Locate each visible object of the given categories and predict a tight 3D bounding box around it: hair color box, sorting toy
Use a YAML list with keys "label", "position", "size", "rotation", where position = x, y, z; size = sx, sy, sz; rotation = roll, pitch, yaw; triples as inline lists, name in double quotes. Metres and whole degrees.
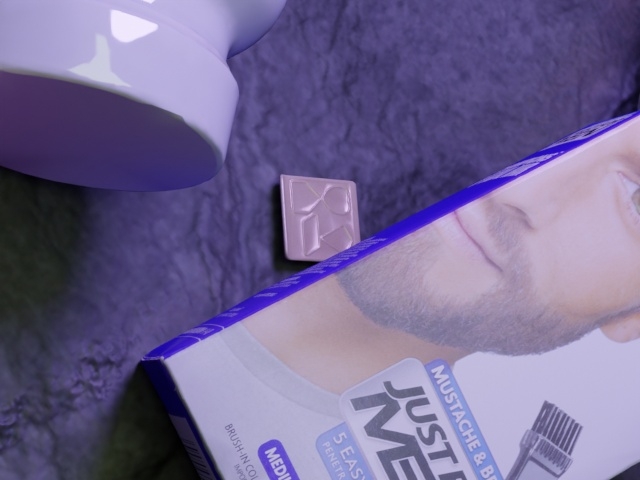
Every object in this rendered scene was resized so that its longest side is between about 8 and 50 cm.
- label: "hair color box"
  position: [0.087, 0.073, 0.837]
  size: [0.339, 0.110, 0.185]
  rotation: [-27, 93, -15]
- label: "sorting toy"
  position: [0.000, 0.000, 0.910]
  size: [0.062, 0.012, 0.083]
  rotation: [5, 73, -33]

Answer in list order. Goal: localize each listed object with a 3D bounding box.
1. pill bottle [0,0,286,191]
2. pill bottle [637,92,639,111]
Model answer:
- label: "pill bottle"
  position: [-0.107, -0.224, 0.790]
  size: [0.210, 0.210, 0.363]
  rotation: [16, 71, -25]
- label: "pill bottle"
  position: [0.404, -0.205, 1.053]
  size: [0.229, 0.229, 0.408]
  rotation: [45, 62, -13]
